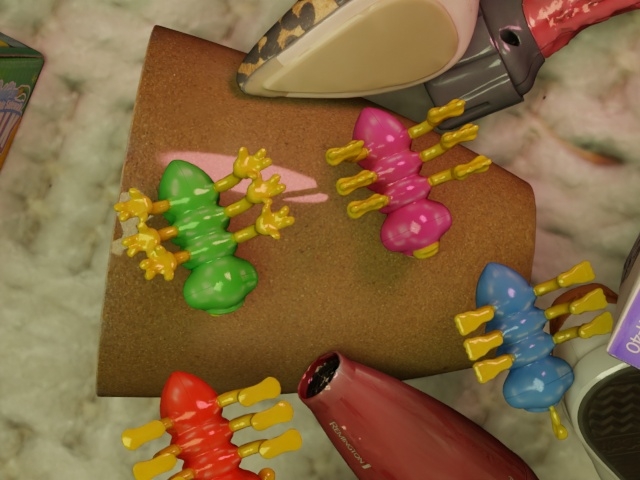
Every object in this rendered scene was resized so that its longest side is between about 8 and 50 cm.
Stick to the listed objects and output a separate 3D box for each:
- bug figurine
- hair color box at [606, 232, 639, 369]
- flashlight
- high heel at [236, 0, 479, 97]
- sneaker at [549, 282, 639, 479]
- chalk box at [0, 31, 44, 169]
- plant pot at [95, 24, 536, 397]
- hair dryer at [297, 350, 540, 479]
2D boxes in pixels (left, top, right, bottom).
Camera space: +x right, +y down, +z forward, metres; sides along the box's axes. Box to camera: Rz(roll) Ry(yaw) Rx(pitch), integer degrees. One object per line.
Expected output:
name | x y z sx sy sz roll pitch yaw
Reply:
bug figurine | 0.011 0.039 0.906 0.279 0.072 0.216 -18 88 -13
hair color box | 0.249 -0.023 0.914 0.110 0.339 0.185 26 100 7
flashlight | 0.201 -0.159 1.031 0.304 0.103 0.103 -25 94 11
high heel | 0.036 -0.190 1.018 0.261 0.093 0.186 -28 52 -11
sneaker | 0.228 0.137 1.044 0.106 0.123 0.290 -26 124 7
chalk box | -0.315 -0.088 1.098 0.179 0.180 0.289 26 102 7
plant pot | 0.000 0.000 1.043 0.254 0.237 0.237 9 98 -5
hair dryer | 0.035 0.180 1.039 0.224 0.080 0.293 1 134 9
